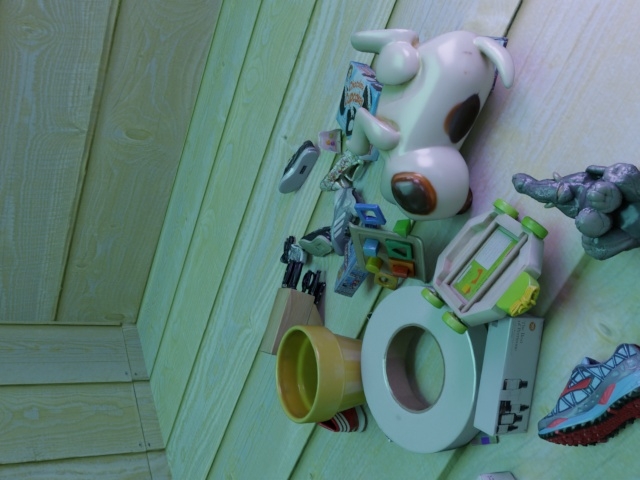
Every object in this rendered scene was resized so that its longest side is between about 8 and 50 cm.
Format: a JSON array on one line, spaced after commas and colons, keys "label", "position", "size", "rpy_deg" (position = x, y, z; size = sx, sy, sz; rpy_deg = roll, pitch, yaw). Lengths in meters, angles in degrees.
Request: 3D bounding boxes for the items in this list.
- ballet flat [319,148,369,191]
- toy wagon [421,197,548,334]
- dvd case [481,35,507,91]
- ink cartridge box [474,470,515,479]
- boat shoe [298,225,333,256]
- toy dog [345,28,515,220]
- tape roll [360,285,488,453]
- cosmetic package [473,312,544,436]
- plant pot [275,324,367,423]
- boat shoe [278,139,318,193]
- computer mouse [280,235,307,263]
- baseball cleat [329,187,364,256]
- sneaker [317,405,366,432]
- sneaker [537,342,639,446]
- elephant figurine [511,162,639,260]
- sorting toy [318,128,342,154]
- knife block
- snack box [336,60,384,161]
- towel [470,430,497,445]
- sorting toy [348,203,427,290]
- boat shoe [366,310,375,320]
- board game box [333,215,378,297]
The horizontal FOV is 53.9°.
[{"label": "ballet flat", "position": [0.071, -0.201, 1.903], "size": [0.077, 0.091, 0.241], "rpy_deg": [58, 143, 15]}, {"label": "toy wagon", "position": [0.343, 0.067, 1.264], "size": [0.267, 0.068, 0.344], "rpy_deg": [-53, 22, 10]}, {"label": "dvd case", "position": [0.382, -0.409, 1.452], "size": [0.087, 0.013, 0.119], "rpy_deg": [37, 116, 56]}, {"label": "ink cartridge box", "position": [0.345, 0.600, 1.271], "size": [0.160, 0.093, 0.219], "rpy_deg": [57, 133, 47]}, {"label": "boat shoe", "position": [0.000, 0.000, 2.018], "size": [0.079, 0.084, 0.233], "rpy_deg": [-52, 14, -20]}, {"label": "toy dog", "position": [0.253, -0.246, 1.435], "size": [0.395, 0.285, 0.407], "rpy_deg": [8, 96, 35]}, {"label": "tape roll", "position": [0.239, 0.300, 1.481], "size": [0.392, 0.072, 0.392], "rpy_deg": [-9, 79, 55]}, {"label": "cosmetic package", "position": [0.379, 0.265, 1.264], "size": [0.060, 0.099, 0.239], "rpy_deg": [14, 98, 58]}, {"label": "plant pot", "position": [0.036, 0.359, 1.709], "size": [0.254, 0.239, 0.254], "rpy_deg": [-15, 72, 58]}, {"label": "boat shoe", "position": [-0.080, -0.253, 2.185], "size": [0.219, 0.078, 0.070], "rpy_deg": [-49, 45, 34]}, {"label": "computer mouse", "position": [-0.084, 0.050, 2.174], "size": [0.193, 0.042, 0.106], "rpy_deg": [30, 107, 64]}, {"label": "baseball cleat", "position": [0.080, -0.055, 1.870], "size": [0.109, 0.072, 0.205], "rpy_deg": [-2, 92, 47]}, {"label": "sneaker", "position": [0.034, 0.454, 1.807], "size": [0.221, 0.128, 0.087], "rpy_deg": [54, 131, 49]}, {"label": "sneaker", "position": [0.484, 0.272, 1.107], "size": [0.262, 0.104, 0.125], "rpy_deg": [-50, 27, 40]}, {"label": "elephant figurine", "position": [0.481, -0.073, 1.100], "size": [0.169, 0.186, 0.239], "rpy_deg": [-39, 13, 8]}, {"label": "sorting toy", "position": [0.027, -0.314, 1.998], "size": [0.045, 0.075, 0.083], "rpy_deg": [-16, 71, 58]}, {"label": "knife block", "position": [-0.102, 0.198, 1.989], "size": [0.088, 0.276, 0.242], "rpy_deg": [-6, 110, 60]}, {"label": "snack box", "position": [0.121, -0.372, 1.776], "size": [0.322, 0.060, 0.187], "rpy_deg": [-110, 30, -59]}, {"label": "towel", "position": [0.352, 0.415, 1.375], "size": [0.083, 0.009, 0.060], "rpy_deg": [-33, 57, 53]}, {"label": "sorting toy", "position": [0.162, 0.042, 1.547], "size": [0.047, 0.196, 0.347], "rpy_deg": [-62, -26, -29]}, {"label": "boat shoe", "position": [0.181, 0.215, 1.668], "size": [0.153, 0.048, 0.056], "rpy_deg": [19, 102, 60]}, {"label": "board game box", "position": [0.098, 0.052, 1.767], "size": [0.194, 0.060, 0.194], "rpy_deg": [-90, 22, -56]}]
